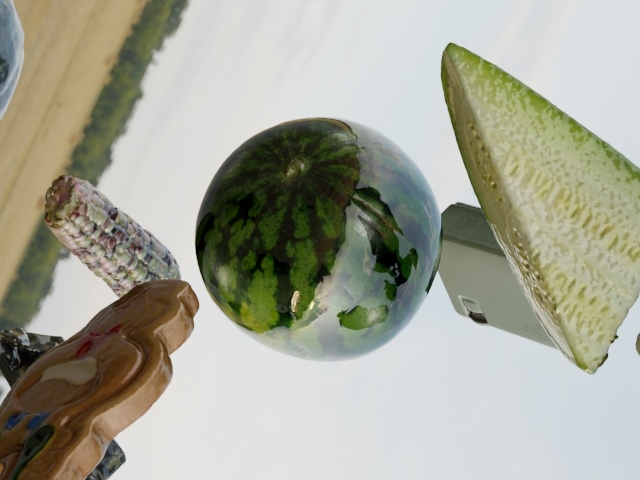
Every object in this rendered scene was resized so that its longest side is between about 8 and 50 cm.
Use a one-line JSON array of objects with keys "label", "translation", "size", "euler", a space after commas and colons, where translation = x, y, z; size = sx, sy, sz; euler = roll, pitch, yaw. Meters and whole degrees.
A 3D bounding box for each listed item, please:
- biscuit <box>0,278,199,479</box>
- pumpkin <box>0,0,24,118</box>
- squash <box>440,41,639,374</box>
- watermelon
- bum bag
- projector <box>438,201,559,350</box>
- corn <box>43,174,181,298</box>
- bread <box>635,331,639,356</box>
[{"label": "biscuit", "translation": [-0.234, 0.150, 1.071], "size": [0.202, 0.047, 0.334], "euler": [-4, -144, 45]}, {"label": "pumpkin", "translation": [-0.446, -0.205, 1.128], "size": [0.241, 0.323, 0.323], "euler": [-47, 179, -37]}, {"label": "squash", "translation": [0.189, -0.028, 1.150], "size": [0.203, 0.288, 0.111], "euler": [-58, -177, -6]}, {"label": "watermelon", "translation": [0.000, 0.000, 1.337], "size": [0.285, 0.285, 0.285], "euler": [-59, -166, 25]}, {"label": "bum bag", "translation": [-0.320, 0.204, 1.431], "size": [0.069, 0.102, 0.248], "euler": [-38, -113, 21]}, {"label": "projector", "translation": [0.297, 0.053, 1.768], "size": [0.099, 0.192, 0.256], "euler": [-43, -144, -25]}, {"label": "corn", "translation": [-0.258, 0.009, 1.440], "size": [0.092, 0.092, 0.280], "euler": [-69, 153, -17]}, {"label": "bread", "translation": [0.449, 0.121, 1.291], "size": [0.141, 0.148, 0.134], "euler": [-19, 158, -36]}]
